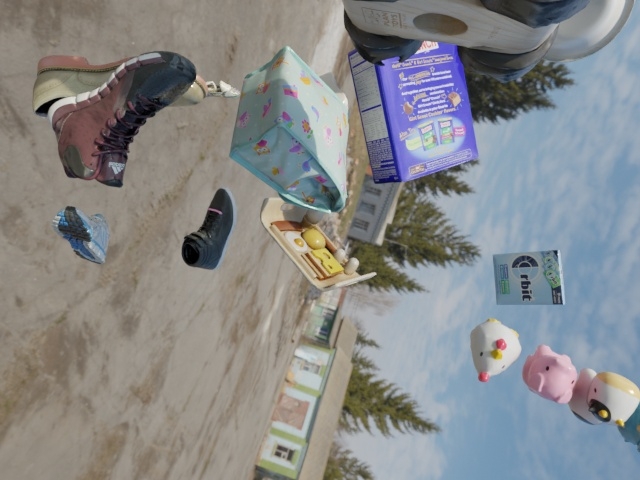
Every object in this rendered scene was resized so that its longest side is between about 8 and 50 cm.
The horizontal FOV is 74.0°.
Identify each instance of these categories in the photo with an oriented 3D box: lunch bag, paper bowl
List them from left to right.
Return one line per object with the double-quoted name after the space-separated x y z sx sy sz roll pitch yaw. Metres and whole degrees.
-0.035 -0.200 0.847 0.262 0.160 0.224 35 46 -44 "lunch bag"
0.693 -0.643 1.170 0.148 0.284 0.285 -37 148 -54 "paper bowl"

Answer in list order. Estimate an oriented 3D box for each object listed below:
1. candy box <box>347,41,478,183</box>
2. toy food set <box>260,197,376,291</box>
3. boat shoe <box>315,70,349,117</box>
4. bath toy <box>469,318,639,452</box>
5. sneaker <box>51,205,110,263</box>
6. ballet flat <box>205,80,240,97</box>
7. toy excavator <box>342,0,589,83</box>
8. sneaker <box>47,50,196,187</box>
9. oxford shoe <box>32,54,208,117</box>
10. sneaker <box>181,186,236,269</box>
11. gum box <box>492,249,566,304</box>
0.228 -0.322 1.026 0.122 0.268 0.318 8 -66 59 "candy box"
0.000 0.000 1.147 0.092 0.306 0.219 -51 158 25 "toy food set"
0.026 -0.349 1.030 0.184 0.066 0.063 58 -3 42 "boat shoe"
0.449 0.271 0.805 0.129 0.347 0.152 -52 158 -38 "bath toy"
-0.463 -0.028 0.841 0.191 0.071 0.083 117 -13 -61 "sneaker"
-0.265 -0.389 1.091 0.041 0.114 0.041 178 -90 -85 "ballet flat"
0.099 -0.437 0.428 0.222 0.432 0.446 -14 118 -76 "toy excavator"
-0.306 -0.172 0.679 0.106 0.281 0.163 16 59 -66 "sneaker"
-0.464 -0.330 0.996 0.140 0.395 0.147 83 8 -70 "oxford shoe"
-0.372 -0.036 1.416 0.146 0.104 0.296 -4 111 -68 "sneaker"
0.619 0.113 1.269 0.041 0.184 0.157 4 82 -51 "gum box"
